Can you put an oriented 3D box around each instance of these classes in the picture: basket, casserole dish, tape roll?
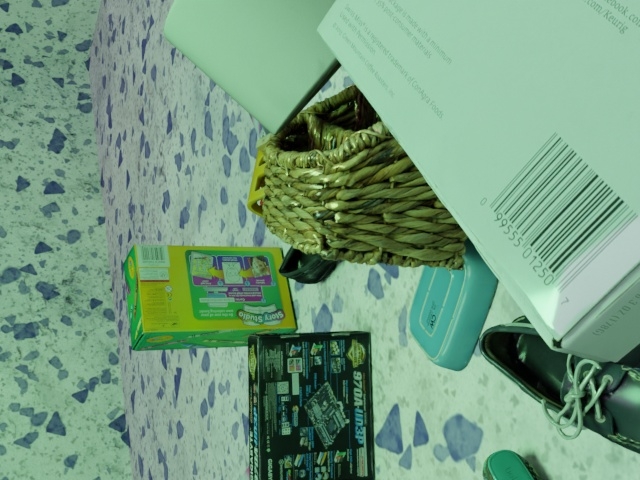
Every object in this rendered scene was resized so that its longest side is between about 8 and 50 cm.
[{"bbox_3d":[0.044,-0.112,0.939,0.299,0.213,0.223,-127,43,-71],"label":"basket"},{"bbox_3d":[0.152,0.070,0.968,0.114,0.036,0.189,-126,43,-52],"label":"casserole dish"},{"bbox_3d":[-0.033,-0.263,0.904,0.246,0.169,0.246,-49,5,6],"label":"tape roll"}]

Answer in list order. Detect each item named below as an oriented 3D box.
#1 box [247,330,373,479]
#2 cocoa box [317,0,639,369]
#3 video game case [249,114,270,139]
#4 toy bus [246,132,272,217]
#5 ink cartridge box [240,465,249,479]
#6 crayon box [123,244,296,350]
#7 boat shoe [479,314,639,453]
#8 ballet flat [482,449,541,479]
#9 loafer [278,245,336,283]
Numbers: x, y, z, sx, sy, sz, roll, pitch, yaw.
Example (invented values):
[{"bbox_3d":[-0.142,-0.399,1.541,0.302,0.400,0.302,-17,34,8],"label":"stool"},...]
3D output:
[{"bbox_3d":[-0.014,0.241,1.148,0.051,0.175,0.221,168,101,-67],"label":"box"},{"bbox_3d":[0.202,-0.108,0.559,0.231,0.227,0.347,-50,46,23],"label":"cocoa box"},{"bbox_3d":[-0.104,-0.322,1.526,0.274,0.026,0.196,65,144,40],"label":"video game case"},{"bbox_3d":[-0.049,-0.125,1.237,0.191,0.104,0.202,-56,34,9],"label":"toy bus"},{"bbox_3d":[-0.056,0.518,1.355,0.330,0.071,0.324,-61,38,42],"label":"ink cartridge box"},{"bbox_3d":[-0.192,0.099,1.404,0.081,0.278,0.166,-50,46,51],"label":"crayon box"},{"bbox_3d":[0.242,0.129,0.728,0.254,0.079,0.095,-143,58,-59],"label":"boat shoe"},{"bbox_3d":[0.222,0.298,0.801,0.188,0.070,0.070,-113,34,-43],"label":"ballet flat"},{"bbox_3d":[0.000,0.000,1.237,0.223,0.078,0.076,-55,42,49],"label":"loafer"}]
